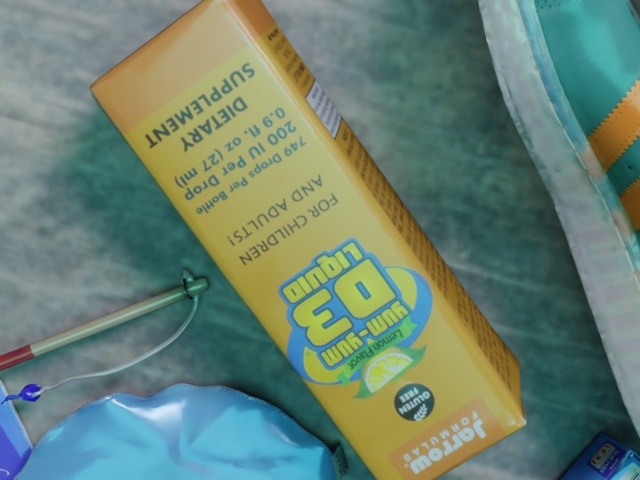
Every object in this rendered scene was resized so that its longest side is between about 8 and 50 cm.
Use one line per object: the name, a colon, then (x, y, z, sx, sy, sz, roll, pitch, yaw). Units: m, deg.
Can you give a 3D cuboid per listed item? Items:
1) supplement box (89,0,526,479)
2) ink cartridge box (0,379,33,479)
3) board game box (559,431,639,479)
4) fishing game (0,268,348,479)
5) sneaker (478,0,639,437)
supplement box: (0.000, 0.000, 0.561, 0.078, 0.080, 0.233, -35, 102, 11)
ink cartridge box: (-0.217, 0.201, 0.628, 0.208, 0.045, 0.206, -22, 101, 5)
board game box: (0.132, 0.225, 0.601, 0.160, 0.047, 0.210, 42, 88, -6)
fishing game: (-0.069, 0.157, 0.618, 0.189, 0.041, 0.264, -22, 96, -2)
sneaker: (0.158, -0.044, 0.520, 0.121, 0.108, 0.302, -16, 110, 25)
